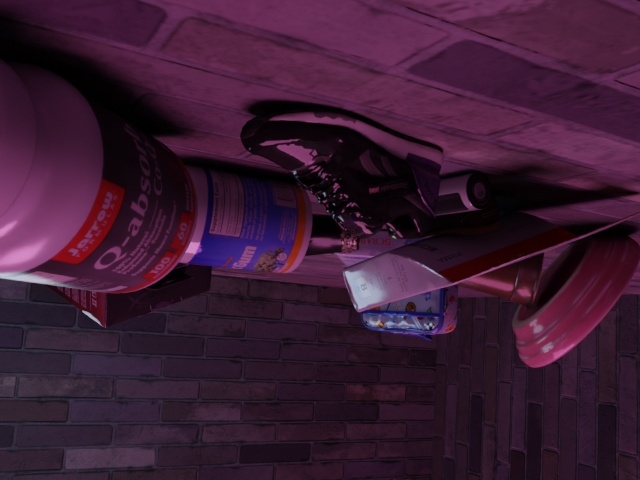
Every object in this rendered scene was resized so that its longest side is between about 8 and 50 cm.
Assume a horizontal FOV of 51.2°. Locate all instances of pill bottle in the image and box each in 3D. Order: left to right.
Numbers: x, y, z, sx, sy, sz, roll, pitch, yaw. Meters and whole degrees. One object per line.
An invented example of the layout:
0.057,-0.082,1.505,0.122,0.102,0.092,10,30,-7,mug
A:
-0.290,-0.059,0.705,0.210,0.210,0.363,2,172,12,pill bottle
-0.163,-0.034,1.040,0.271,0.153,0.152,7,172,-28,pill bottle

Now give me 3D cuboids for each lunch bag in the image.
0.259,0.163,1.942,0.303,0.243,0.115,-2,171,41,lunch bag

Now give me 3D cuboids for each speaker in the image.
0.186,-0.066,0.998,0.055,0.055,0.136,9,171,-34,speaker

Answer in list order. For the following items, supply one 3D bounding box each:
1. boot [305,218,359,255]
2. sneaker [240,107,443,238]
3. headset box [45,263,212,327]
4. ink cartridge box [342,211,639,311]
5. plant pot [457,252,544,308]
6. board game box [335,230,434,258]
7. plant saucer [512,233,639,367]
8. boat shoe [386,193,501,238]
0.000,0.002,1.477,0.178,0.085,0.236,1,172,6,boot
0.037,-0.069,0.787,0.283,0.124,0.107,9,170,-33,sneaker
-0.342,0.026,1.145,0.293,0.110,0.218,25,-152,34,headset box
0.263,0.004,1.083,0.308,0.091,0.385,-16,173,-34,ink cartridge box
0.363,0.043,1.380,0.165,0.167,0.167,11,174,12,plant pot
0.210,0.032,1.656,0.318,0.066,0.318,3,173,8,board game box
0.507,0.109,1.378,0.084,0.332,0.332,39,174,5,plant saucer
0.194,-0.047,1.095,0.206,0.073,0.073,-7,-160,38,boat shoe
